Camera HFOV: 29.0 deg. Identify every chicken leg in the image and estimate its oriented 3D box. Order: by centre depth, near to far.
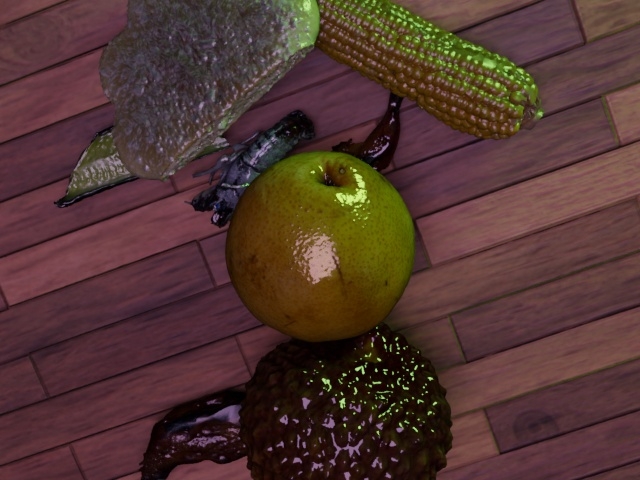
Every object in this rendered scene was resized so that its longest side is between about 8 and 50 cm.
[{"bbox_3d":[0.057,-0.108,1.421,0.145,0.037,0.062,-43,84,14],"label":"chicken leg"},{"bbox_3d":[-0.163,0.259,1.516,0.253,0.051,0.106,-35,104,14],"label":"chicken leg"}]

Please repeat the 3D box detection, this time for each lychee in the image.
[{"bbox_3d":[0.024,0.228,1.399,0.272,0.271,0.271,1,104,4],"label":"lychee"}]

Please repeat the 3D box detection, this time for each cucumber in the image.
[{"bbox_3d":[-0.215,-0.105,1.433,0.220,0.046,0.070,-19,99,7],"label":"cucumber"}]

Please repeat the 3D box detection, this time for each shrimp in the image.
[{"bbox_3d":[-0.085,-0.087,1.415,0.174,0.076,0.082,-44,75,12],"label":"shrimp"}]

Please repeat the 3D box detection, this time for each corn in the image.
[{"bbox_3d":[0.099,-0.203,1.365,0.320,0.097,0.097,28,104,-1],"label":"corn"}]

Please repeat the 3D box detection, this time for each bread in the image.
[{"bbox_3d":[-0.144,-0.209,1.355,0.286,0.056,0.207,-44,71,14],"label":"bread"}]

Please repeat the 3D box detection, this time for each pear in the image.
[{"bbox_3d":[0.000,0.000,1.344,0.209,0.209,0.208,1,104,4],"label":"pear"}]
